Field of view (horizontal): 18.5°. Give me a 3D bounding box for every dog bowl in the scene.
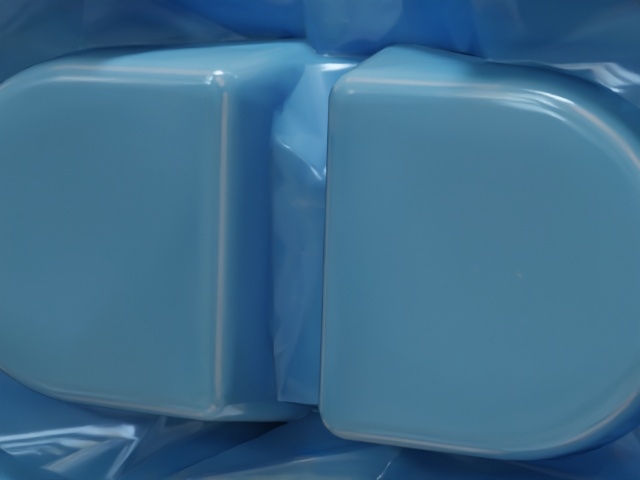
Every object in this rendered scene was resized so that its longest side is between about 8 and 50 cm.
[{"bbox_3d":[0.000,0.000,0.564,0.074,0.297,0.166,-12,105,-65],"label":"dog bowl"}]
